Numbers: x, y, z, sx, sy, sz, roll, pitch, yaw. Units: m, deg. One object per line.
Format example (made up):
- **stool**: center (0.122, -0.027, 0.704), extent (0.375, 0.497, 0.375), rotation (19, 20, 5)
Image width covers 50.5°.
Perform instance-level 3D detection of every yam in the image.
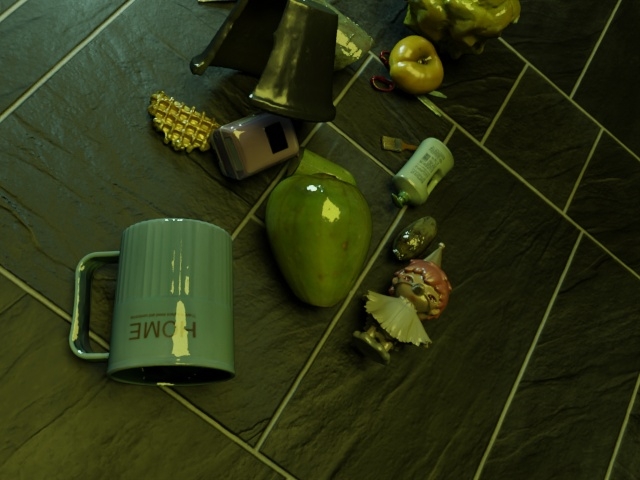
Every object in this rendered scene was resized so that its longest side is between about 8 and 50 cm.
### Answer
- **yam**: center (-0.015, -0.578, 1.865), extent (0.304, 0.168, 0.168), rotation (37, 62, -10)

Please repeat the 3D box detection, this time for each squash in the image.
- **squash**: center (0.011, -0.167, 1.779), extent (0.188, 0.095, 0.095), rotation (25, 64, -20)

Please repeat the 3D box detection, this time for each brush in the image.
- **brush**: center (0.251, -0.270, 1.960), extent (0.170, 0.014, 0.043), rotation (7, 71, -23)

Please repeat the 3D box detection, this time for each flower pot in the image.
- **flower pot**: center (-0.097, -0.470, 1.649), extent (0.379, 0.251, 0.379), rotation (18, 21, -7)

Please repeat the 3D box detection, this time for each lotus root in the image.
- **lotus root**: center (0.257, -0.004, 1.825), extent (0.179, 0.089, 0.080), rotation (-39, 97, -31)

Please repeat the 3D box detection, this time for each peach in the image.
- **peach**: center (0.278, -0.511, 1.986), extent (0.179, 0.103, 0.179), rotation (8, 71, -24)

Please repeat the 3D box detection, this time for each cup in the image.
- **cup**: center (-0.336, 0.141, 1.455), extent (0.257, 0.331, 0.311), rotation (27, 56, -51)

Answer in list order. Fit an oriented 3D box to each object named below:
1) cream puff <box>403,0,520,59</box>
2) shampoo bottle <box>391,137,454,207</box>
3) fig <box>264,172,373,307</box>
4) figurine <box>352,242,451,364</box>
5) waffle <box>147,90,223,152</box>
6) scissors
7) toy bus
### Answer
- **cream puff**: center (0.401, -0.681, 2.018), extent (0.378, 0.275, 0.378), rotation (9, 31, -6)
- **shampoo bottle**: center (0.273, -0.174, 1.891), extent (0.118, 0.087, 0.234), rotation (52, 60, -19)
- **fig**: center (0.000, 0.000, 1.633), extent (0.258, 0.258, 0.326), rotation (-4, 91, -25)
- **figurine**: center (0.236, 0.147, 1.717), extent (0.207, 0.166, 0.387), rotation (37, 62, 16)
- **waffle**: center (-0.337, -0.303, 1.695), extent (0.161, 0.046, 0.192), rotation (-33, 89, -28)
- **scissors**: center (0.270, -0.461, 2.033), extent (0.248, 0.017, 0.144), rotation (26, 64, -15)
- **toy bus**: center (-0.152, -0.245, 1.682), extent (0.202, 0.142, 0.142), rotation (-28, 106, -28)
